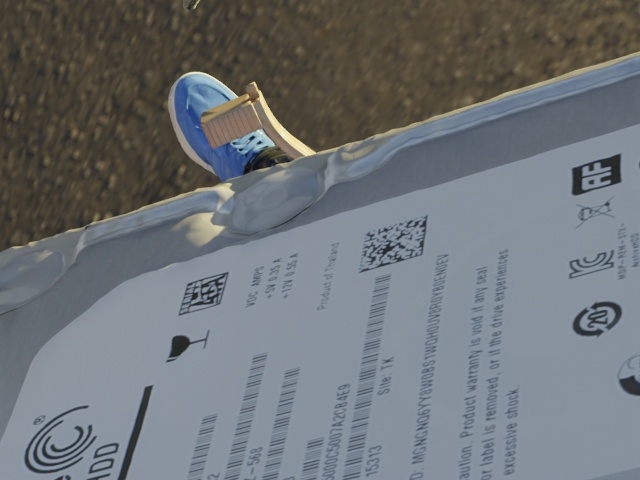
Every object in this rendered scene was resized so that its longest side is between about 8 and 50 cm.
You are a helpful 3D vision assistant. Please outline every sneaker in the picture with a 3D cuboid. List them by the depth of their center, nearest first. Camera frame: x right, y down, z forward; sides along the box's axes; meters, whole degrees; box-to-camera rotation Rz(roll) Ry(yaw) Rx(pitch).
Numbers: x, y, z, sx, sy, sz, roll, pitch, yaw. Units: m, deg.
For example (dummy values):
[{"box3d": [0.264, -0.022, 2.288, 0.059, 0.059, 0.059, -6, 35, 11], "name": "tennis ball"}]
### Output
[{"box3d": [-0.042, -0.057, 1.296, 0.058, 0.084, 0.152, -26, 82, -26], "name": "sneaker"}]

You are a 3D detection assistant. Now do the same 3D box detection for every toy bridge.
[{"box3d": [0.000, 0.000, 1.044, 0.063, 0.026, 0.188, -22, 110, 6], "name": "toy bridge"}]

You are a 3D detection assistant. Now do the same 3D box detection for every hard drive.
[{"box3d": [0.023, 0.051, 0.496, 0.237, 0.339, 0.064, -78, 145, -54], "name": "hard drive"}]

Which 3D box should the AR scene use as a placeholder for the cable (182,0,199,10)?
[{"box3d": [-0.057, -0.278, 1.490, 0.139, 0.287, 0.072, 30, 37, -36], "name": "cable"}]
